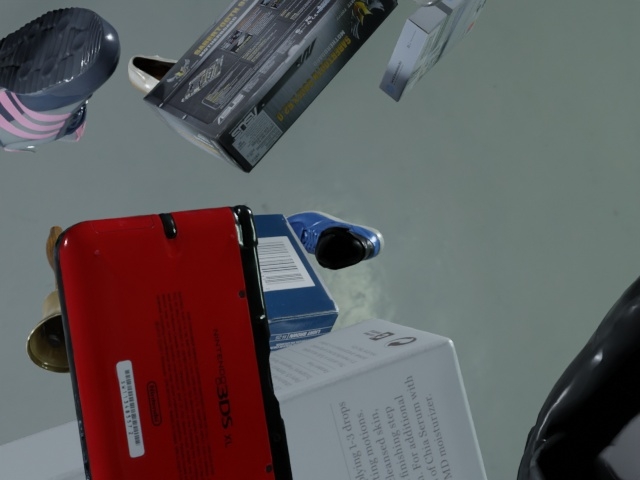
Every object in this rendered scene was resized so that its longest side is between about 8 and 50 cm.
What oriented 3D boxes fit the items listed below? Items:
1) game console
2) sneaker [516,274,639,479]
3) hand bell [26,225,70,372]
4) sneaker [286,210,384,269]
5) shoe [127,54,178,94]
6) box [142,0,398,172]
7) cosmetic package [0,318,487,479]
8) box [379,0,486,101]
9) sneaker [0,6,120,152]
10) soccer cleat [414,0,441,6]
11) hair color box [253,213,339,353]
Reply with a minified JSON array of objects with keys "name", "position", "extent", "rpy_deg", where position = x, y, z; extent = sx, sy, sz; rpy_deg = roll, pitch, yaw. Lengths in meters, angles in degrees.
[{"name":"game console","position":[-0.059,0.062,0.429],"extent":[0.124,0.085,0.144],"rpy_deg":[-8,87,-37]},{"name":"sneaker","position":[0.115,0.120,0.446],"extent":[0.124,0.107,0.283],"rpy_deg":[-4,121,-45]},{"name":"hand bell","position":[-0.380,0.063,1.485],"extent":[0.126,0.126,0.242],"rpy_deg":[2,41,-25]},{"name":"sneaker","position":[0.000,-0.001,1.331],"extent":[0.084,0.152,0.058],"rpy_deg":[-22,122,-64]},{"name":"shoe","position":[-0.202,-0.235,1.581],"extent":[0.219,0.058,0.077],"rpy_deg":[22,69,0]},{"name":"box","position":[-0.056,-0.191,1.031],"extent":[0.231,0.183,0.056],"rpy_deg":[-49,126,-8]},{"name":"cosmetic package","position":[-0.098,0.240,0.790],"extent":[0.453,0.161,0.230],"rpy_deg":[-16,97,-19]},{"name":"box","position":[0.162,-0.288,1.347],"extent":[0.038,0.145,0.186],"rpy_deg":[40,61,10]},{"name":"sneaker","position":[-0.292,-0.167,1.119],"extent":[0.131,0.319,0.112],"rpy_deg":[31,66,-38]},{"name":"soccer cleat","position":[0.126,-0.354,1.101],"extent":[0.076,0.068,0.196],"rpy_deg":[-12,101,-63]},{"name":"hair color box","position":[-0.107,0.149,1.288],"extent":[0.105,0.347,0.174],"rpy_deg":[-4,47,-32]}]
